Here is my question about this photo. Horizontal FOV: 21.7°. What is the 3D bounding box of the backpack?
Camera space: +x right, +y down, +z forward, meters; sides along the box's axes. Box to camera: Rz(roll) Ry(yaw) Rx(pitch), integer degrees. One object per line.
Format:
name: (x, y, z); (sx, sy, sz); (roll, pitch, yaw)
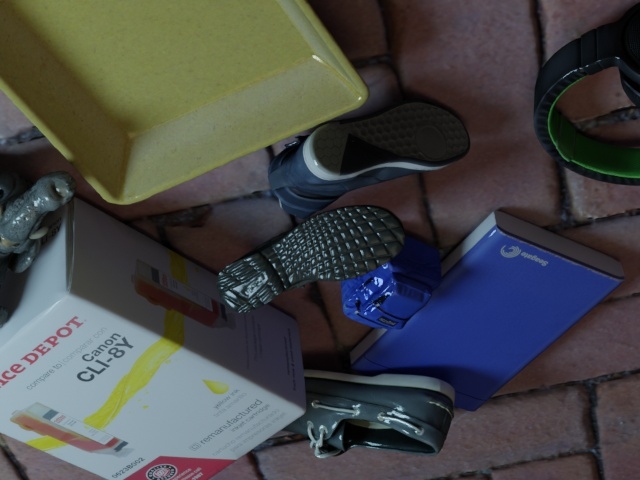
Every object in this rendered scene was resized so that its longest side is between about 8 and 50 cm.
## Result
backpack: (0.080, 0.059, 2.083); (0.098, 0.101, 0.120); (26, 133, -23)

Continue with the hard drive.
hard drive: (0.214, 0.100, 2.188); (0.210, 0.040, 0.318); (21, 132, -27)

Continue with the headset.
headset: (0.421, -0.149, 1.826); (0.394, 0.185, 0.243); (-21, 138, 32)

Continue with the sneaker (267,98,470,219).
sneaker: (0.046, -0.092, 1.926); (0.226, 0.086, 0.163); (-8, 166, -31)

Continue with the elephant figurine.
elephant figurine: (-0.377, -0.014, 1.916); (0.239, 0.186, 0.169); (-54, 162, 6)

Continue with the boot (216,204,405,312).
boot: (0.000, 0.000, 1.979); (0.247, 0.161, 0.083); (-20, 100, 23)

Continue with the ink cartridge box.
ink cartridge box: (-0.251, 0.150, 2.096); (0.385, 0.160, 0.279); (31, 127, -34)

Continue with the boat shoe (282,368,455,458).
boat shoe: (0.020, 0.239, 2.241); (0.320, 0.099, 0.116); (-1, 150, 14)

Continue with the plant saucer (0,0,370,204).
plant saucer: (-0.164, -0.213, 1.761); (0.333, 0.081, 0.333); (-21, 136, 18)
